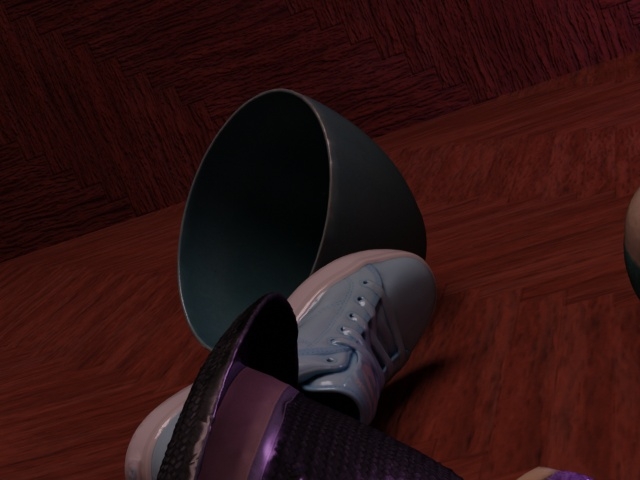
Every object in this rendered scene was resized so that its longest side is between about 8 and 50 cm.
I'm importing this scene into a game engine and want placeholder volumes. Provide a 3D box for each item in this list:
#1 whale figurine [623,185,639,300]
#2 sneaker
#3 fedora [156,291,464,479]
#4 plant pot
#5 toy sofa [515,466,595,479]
[{"bbox_3d":[0.358,0.032,0.995,0.216,0.141,0.272,-28,38,-30],"label":"whale figurine"},{"bbox_3d":[0.012,0.128,1.131,0.150,0.135,0.366,3,34,46],"label":"sneaker"},{"bbox_3d":[-0.001,0.187,0.660,0.152,0.334,0.334,12,17,5],"label":"fedora"},{"bbox_3d":[0.000,0.000,1.445,0.195,0.290,0.290,15,-12,-35],"label":"plant pot"},{"bbox_3d":[0.034,0.236,0.443,0.362,0.177,0.150,-26,12,-26],"label":"toy sofa"}]
